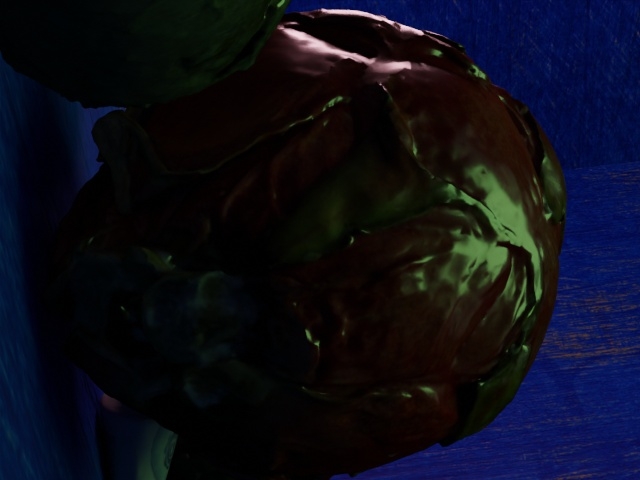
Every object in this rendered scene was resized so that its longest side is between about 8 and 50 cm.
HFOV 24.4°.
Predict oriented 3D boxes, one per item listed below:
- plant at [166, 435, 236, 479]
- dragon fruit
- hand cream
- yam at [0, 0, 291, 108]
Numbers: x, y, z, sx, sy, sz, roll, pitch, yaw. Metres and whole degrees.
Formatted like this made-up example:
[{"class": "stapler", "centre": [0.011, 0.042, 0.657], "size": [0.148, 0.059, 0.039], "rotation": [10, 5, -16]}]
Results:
[{"class": "plant", "centre": [-0.070, 0.117, 1.071], "size": [0.142, 0.131, 0.203], "rotation": [38, -23, 44]}, {"class": "dragon fruit", "centre": [0.000, 0.000, 0.848], "size": [0.342, 0.277, 0.277], "rotation": [-56, 142, -67]}, {"class": "hand cream", "centre": [-0.114, 0.139, 0.935], "size": [0.084, 0.053, 0.142], "rotation": [-104, -163, -69]}, {"class": "yam", "centre": [-0.077, -0.160, 0.482], "size": [0.304, 0.168, 0.168], "rotation": [101, -18, -77]}]
